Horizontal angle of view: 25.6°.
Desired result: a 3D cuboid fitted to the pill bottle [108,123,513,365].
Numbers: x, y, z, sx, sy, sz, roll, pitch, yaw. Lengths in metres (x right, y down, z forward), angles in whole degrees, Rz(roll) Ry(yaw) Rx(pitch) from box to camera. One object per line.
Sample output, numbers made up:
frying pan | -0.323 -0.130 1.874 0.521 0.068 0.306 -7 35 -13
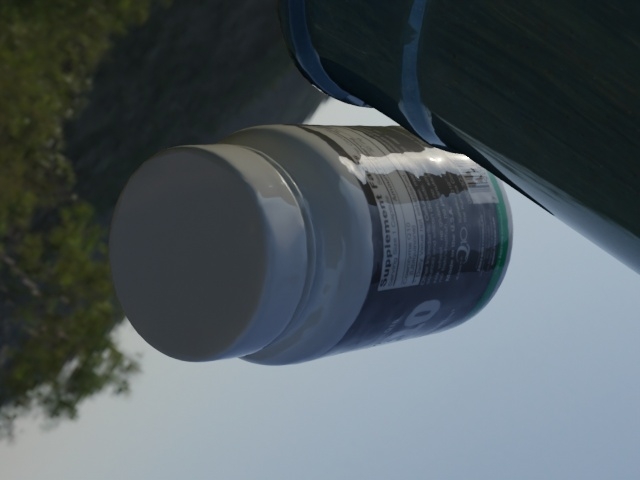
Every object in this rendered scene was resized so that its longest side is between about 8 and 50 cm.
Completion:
pill bottle | 0.000 0.000 1.237 0.361 0.204 0.204 -5 138 -53

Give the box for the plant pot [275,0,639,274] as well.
plant pot | 0.212 -0.120 0.748 0.341 0.334 0.341 -35 152 -22
